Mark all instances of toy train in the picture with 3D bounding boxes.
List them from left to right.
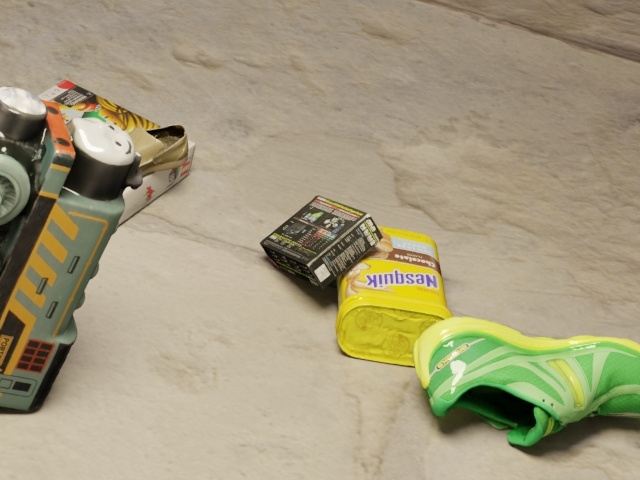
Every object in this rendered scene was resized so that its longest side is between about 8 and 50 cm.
[{"bbox_3d":[-0.295,0.013,1.585,0.190,0.334,0.142,14,27,-30],"label":"toy train"}]

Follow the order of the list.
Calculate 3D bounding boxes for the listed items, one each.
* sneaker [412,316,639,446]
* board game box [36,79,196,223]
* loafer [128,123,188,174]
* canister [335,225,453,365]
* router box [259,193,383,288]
[{"bbox_3d":[0.236,0.162,1.788,0.296,0.109,0.123,8,56,-14],"label":"sneaker"},{"bbox_3d":[-0.303,-0.077,1.954,0.193,0.053,0.305,26,34,15],"label":"board game box"},{"bbox_3d":[-0.209,-0.102,1.937,0.056,0.050,0.148,38,38,27],"label":"loafer"},{"bbox_3d":[0.077,0.057,1.888,0.126,0.073,0.170,9,31,-8],"label":"canister"},{"bbox_3d":[0.000,0.000,1.898,0.092,0.038,0.122,-40,27,-15],"label":"router box"}]
